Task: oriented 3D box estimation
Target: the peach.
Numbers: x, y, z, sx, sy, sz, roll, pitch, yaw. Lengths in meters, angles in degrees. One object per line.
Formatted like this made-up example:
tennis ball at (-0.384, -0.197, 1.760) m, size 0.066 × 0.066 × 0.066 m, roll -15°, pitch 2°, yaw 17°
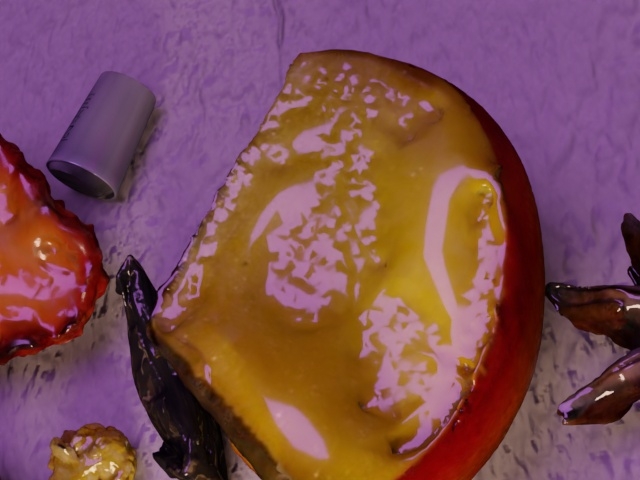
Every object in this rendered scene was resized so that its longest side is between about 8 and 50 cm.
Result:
peach at (0.036, 0.068, 1.502) m, size 0.306 × 0.242 × 0.380 m, roll 17°, pitch 69°, yaw 26°

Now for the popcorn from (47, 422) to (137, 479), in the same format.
popcorn at (-0.205, 0.197, 1.669) m, size 0.084 × 0.084 × 0.084 m, roll -11°, pitch 61°, yaw 21°

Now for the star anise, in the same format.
star anise at (0.313, 0.082, 1.455) m, size 0.288 × 0.088 × 0.288 m, roll -7°, pitch 56°, yaw 11°

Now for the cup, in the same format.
cup at (-0.220, -0.100, 1.824) m, size 0.104 × 0.074 × 0.116 m, roll -7°, pitch 54°, yaw 55°

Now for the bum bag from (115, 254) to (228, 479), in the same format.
bum bag at (-0.127, 0.130, 1.632) m, size 0.069 × 0.102 × 0.248 m, roll -28°, pitch 56°, yaw 13°

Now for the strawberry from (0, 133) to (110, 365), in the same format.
strawberry at (-0.346, 0.007, 1.779) m, size 0.336 × 0.149 × 0.265 m, roll 20°, pitch 88°, yaw 18°
